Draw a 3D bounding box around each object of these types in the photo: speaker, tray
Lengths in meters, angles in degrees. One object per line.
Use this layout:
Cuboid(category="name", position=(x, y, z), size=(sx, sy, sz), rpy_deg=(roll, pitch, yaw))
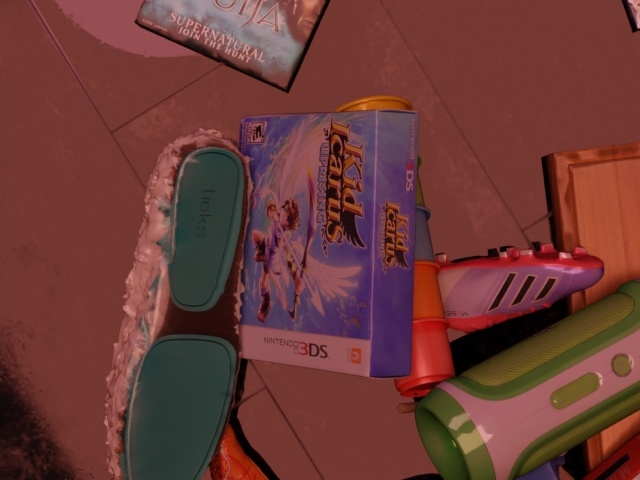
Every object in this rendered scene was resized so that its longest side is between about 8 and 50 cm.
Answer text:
Cuboid(category="speaker", position=(0.247, 0.144, 1.651), size=(0.297, 0.131, 0.131), rpy_deg=(-26, 90, -17))
Cuboid(category="tray", position=(0.373, 0.097, 1.779), size=(0.203, 0.076, 0.410), rpy_deg=(-7, 90, 2))

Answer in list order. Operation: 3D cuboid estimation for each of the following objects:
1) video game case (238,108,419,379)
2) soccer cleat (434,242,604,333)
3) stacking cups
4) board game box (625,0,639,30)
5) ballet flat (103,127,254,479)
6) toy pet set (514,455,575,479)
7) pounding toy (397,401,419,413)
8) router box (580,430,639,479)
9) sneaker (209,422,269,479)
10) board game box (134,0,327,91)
Cuboid(category="video game case", position=(0.000, 0.000, 1.716), size=(0.061, 0.244, 0.269), rpy_deg=(1, 91, -38))
Cuboid(category="soccer cleat", position=(0.188, 0.056, 1.751), size=(0.248, 0.083, 0.095), rpy_deg=(-4, 94, 28))
Cuboid(category="stacking cups", position=(0.074, 0.008, 1.729), size=(0.096, 0.096, 0.316), rpy_deg=(-9, 71, 2))
Cuboid(category="board game box", position=(0.375, -0.288, 1.801), size=(0.090, 0.020, 0.090), rpy_deg=(-19, 90, 2))
Cuboid(category="ballet flat", position=(-0.157, 0.082, 1.775), size=(0.147, 0.147, 0.408), rpy_deg=(11, 90, 2))
Cuboid(category="toy pet set", position=(0.208, 0.275, 1.683), size=(0.114, 0.122, 0.065), rpy_deg=(-34, 117, 27))
Cuboid(category="pounding toy", position=(0.165, 0.188, 1.758), size=(0.141, 0.130, 0.100), rpy_deg=(-24, 90, 2))
Cuboid(category="router box", position=(0.424, 0.344, 1.719), size=(0.301, 0.082, 0.335), rpy_deg=(-43, 102, 12))
Cuboid(category="sneaker", position=(-0.078, 0.276, 1.812), size=(0.067, 0.064, 0.175), rpy_deg=(-22, 95, -18))
Cuboid(category="board game box", position=(-0.096, -0.260, 1.815), size=(0.186, 0.026, 0.126), rpy_deg=(24, 92, 2))
